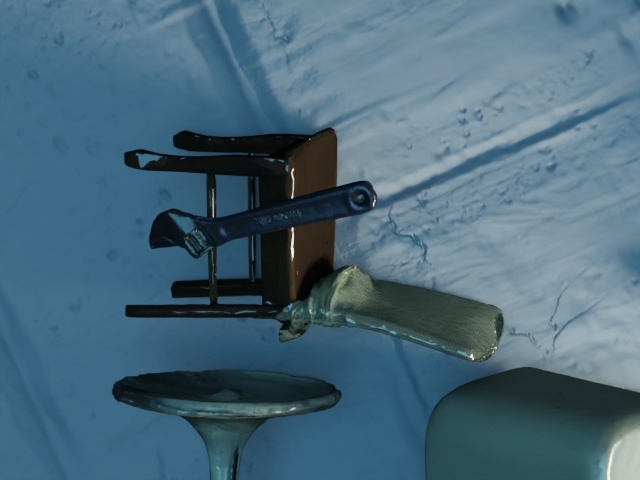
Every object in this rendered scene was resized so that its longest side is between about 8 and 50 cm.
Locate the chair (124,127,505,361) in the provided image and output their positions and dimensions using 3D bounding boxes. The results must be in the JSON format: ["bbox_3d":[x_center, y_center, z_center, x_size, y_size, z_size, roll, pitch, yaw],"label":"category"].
[{"bbox_3d":[0.000,0.000,1.733,0.319,0.160,0.186,3,100,15],"label":"chair"}]

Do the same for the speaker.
[{"bbox_3d":[0.217,0.323,1.687,0.184,0.183,0.406,5,101,43],"label":"speaker"}]

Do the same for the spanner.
[{"bbox_3d":[-0.051,-0.020,1.655,0.209,0.012,0.046,-12,100,19],"label":"spanner"}]

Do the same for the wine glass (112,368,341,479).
[{"bbox_3d":[-0.089,0.327,1.763,0.267,0.267,0.406,3,93,12],"label":"wine glass"}]
